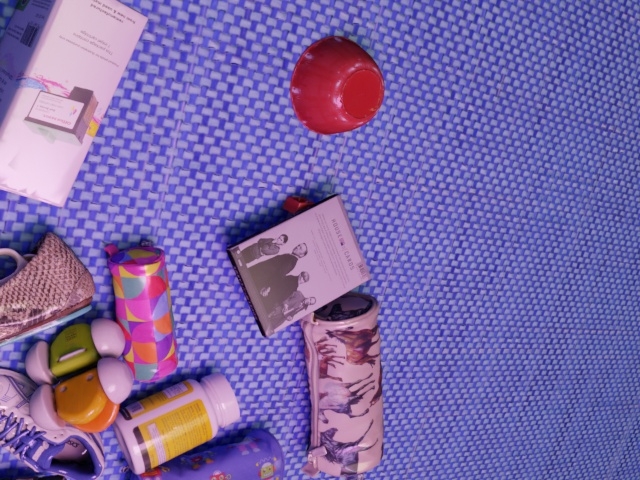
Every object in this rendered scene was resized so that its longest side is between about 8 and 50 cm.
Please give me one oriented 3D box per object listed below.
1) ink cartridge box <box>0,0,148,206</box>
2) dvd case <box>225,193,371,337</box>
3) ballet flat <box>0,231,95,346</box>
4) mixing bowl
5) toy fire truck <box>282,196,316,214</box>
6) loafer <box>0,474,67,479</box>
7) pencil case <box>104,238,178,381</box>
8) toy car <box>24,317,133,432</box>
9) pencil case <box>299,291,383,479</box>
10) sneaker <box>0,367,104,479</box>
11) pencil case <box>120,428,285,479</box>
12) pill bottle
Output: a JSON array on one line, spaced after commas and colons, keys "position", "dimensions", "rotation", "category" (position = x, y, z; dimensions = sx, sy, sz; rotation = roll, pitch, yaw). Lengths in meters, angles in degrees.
[{"position": [-0.370, -0.209, 1.003], "dimensions": [0.117, 0.201, 0.278], "rotation": [23, 95, -38], "category": "ink cartridge box"}, {"position": [-0.034, 0.043, 1.354], "dimensions": [0.239, 0.029, 0.179], "rotation": [-28, 106, -24], "category": "dvd case"}, {"position": [-0.568, 0.133, 1.062], "dimensions": [0.483, 0.164, 0.182], "rotation": [-33, 102, -26], "category": "ballet flat"}, {"position": [0.047, -0.270, 1.329], "dimensions": [0.181, 0.098, 0.181], "rotation": [-13, 114, -29], "category": "mixing bowl"}, {"position": [0.000, 0.000, 1.438], "dimensions": [0.192, 0.047, 0.135], "rotation": [16, 98, -38], "category": "toy fire truck"}, {"position": [-0.545, 0.432, 1.200], "dimensions": [0.268, 0.096, 0.084], "rotation": [-19, 104, -11], "category": "loafer"}, {"position": [-0.300, 0.119, 1.256], "dimensions": [0.104, 0.104, 0.236], "rotation": [-15, 114, -29], "category": "pencil case"}, {"position": [-0.378, 0.226, 1.204], "dimensions": [0.159, 0.182, 0.136], "rotation": [-23, 145, 0], "category": "toy car"}, {"position": [0.040, 0.293, 1.514], "dimensions": [0.183, 0.160, 0.410], "rotation": [-26, 123, -40], "category": "pencil case"}, {"position": [-0.466, 0.300, 1.192], "dimensions": [0.296, 0.131, 0.112], "rotation": [35, 90, -37], "category": "sneaker"}, {"position": [-0.222, 0.452, 1.421], "dimensions": [0.306, 0.133, 0.119], "rotation": [-7, 100, -33], "category": "pencil case"}, {"position": [-0.260, 0.325, 1.348], "dimensions": [0.208, 0.119, 0.119], "rotation": [-21, 119, -25], "category": "pill bottle"}]
